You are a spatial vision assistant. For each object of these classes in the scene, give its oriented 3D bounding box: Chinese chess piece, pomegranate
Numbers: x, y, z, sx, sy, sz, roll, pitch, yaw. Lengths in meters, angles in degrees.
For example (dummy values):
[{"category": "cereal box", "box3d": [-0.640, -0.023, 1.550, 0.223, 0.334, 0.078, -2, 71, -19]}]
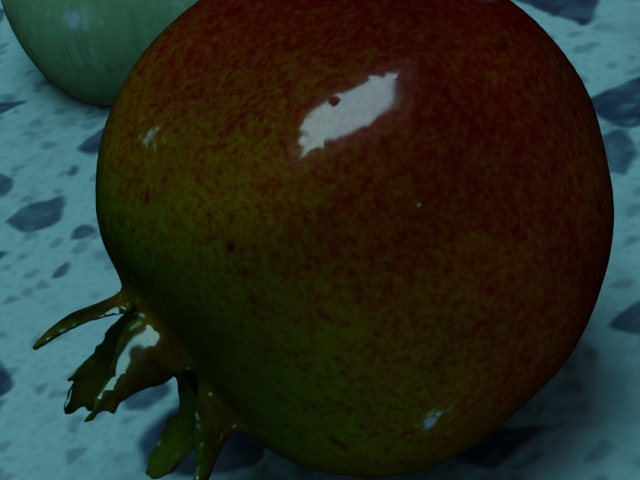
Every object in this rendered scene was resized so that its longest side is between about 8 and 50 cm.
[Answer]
[{"category": "Chinese chess piece", "box3d": [-0.083, -0.187, 1.206, 0.250, 0.101, 0.250, -14, 33, 9]}, {"category": "pomegranate", "box3d": [0.000, 0.000, 0.793, 0.256, 0.221, 0.221, -36, 35, -8]}]
